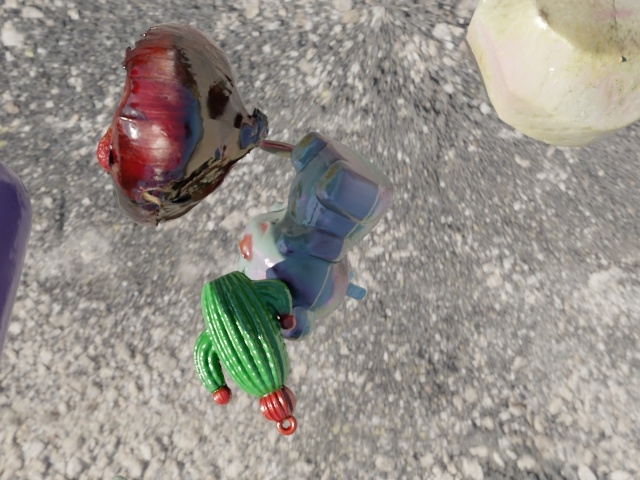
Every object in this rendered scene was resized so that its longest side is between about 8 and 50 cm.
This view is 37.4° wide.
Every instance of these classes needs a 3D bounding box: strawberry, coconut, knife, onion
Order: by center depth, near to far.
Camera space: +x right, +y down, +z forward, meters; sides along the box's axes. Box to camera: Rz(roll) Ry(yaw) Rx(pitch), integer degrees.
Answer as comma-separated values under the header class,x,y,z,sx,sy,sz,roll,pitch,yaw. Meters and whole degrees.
class,x,y,z,sx,sy,sz,roll,pitch,yaw
onion,-0.168,-0.142,1.244,0.195,0.272,0.272,13,105,8
coconut,0.375,-0.309,1.372,0.352,0.352,0.353,1,104,4
knife,-0.014,-0.140,1.648,0.247,0.018,0.035,12,127,-42
strawberry,-0.390,-0.178,1.838,0.106,0.106,0.106,1,104,4

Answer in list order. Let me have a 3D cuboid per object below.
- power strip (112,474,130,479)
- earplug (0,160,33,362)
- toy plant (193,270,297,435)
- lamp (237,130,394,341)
class,x,y,z,sx,sy,sz,roll,pitch,yaw
power strip,-0.328,0.543,1.741,0.139,0.224,0.140,41,70,-25
earplug,-0.449,0.074,1.081,0.215,0.456,0.215,1,135,1
toy plant,-0.111,0.164,1.384,0.154,0.088,0.241,-1,88,4
lamp,0.000,0.000,1.555,0.247,0.247,0.301,21,110,-38
